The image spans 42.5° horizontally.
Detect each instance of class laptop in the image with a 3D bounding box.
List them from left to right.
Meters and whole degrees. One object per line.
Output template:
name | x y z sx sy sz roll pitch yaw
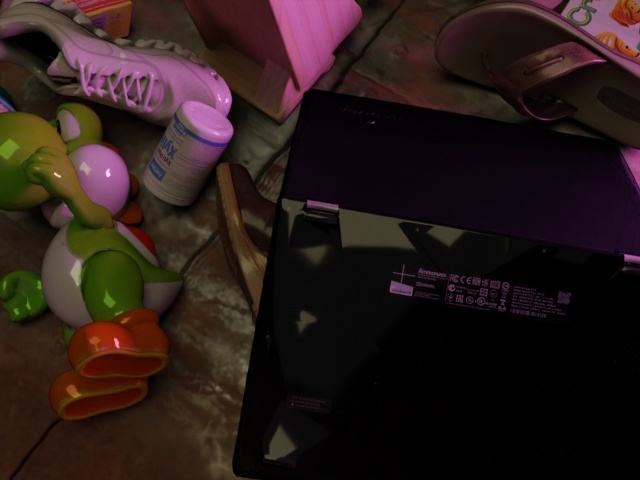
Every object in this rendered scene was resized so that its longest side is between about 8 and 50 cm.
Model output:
laptop | 0.137 0.047 0.865 0.382 0.236 0.408 10 89 0

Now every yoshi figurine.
yoshi figurine | -0.289 -0.002 0.890 0.203 0.203 0.362 -22 63 5

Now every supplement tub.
supplement tub | -0.154 -0.101 0.955 0.071 0.071 0.107 43 116 18

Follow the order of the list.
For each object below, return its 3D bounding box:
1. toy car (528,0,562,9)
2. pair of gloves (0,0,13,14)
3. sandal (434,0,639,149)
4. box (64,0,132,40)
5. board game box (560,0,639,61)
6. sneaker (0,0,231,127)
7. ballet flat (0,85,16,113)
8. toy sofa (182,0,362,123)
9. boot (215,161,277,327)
toy car | 0.220 -0.370 1.030 0.155 0.149 0.188 -41 43 -6
pair of gloves | -0.482 -0.359 1.070 0.204 0.042 0.240 -46 68 22
sandal | 0.273 -0.186 0.948 0.303 0.120 0.086 26 49 12
box | -0.354 -0.346 1.084 0.087 0.058 0.232 -30 66 -38
board game box | 0.429 -0.303 1.027 0.193 0.053 0.305 29 74 15
sneaker | -0.250 -0.196 0.970 0.292 0.110 0.118 22 27 -3
ballet flat | -0.398 -0.156 0.993 0.052 0.168 0.057 -47 114 -3
toy sofa | -0.078 -0.298 0.898 0.150 0.362 0.177 34 82 16
boot | 0.000 0.000 0.940 0.207 0.090 0.248 -15 65 -16
